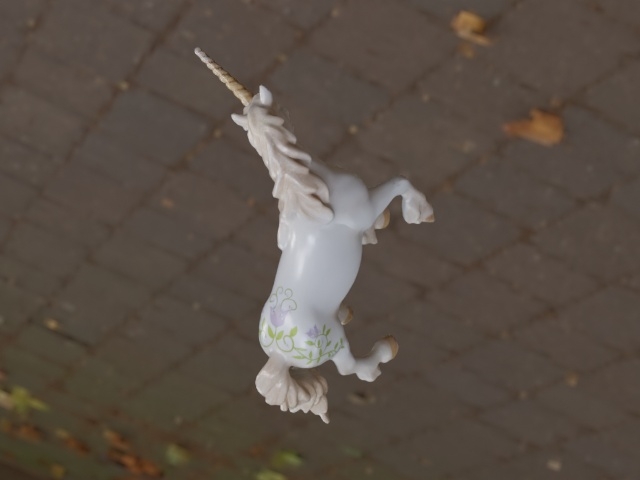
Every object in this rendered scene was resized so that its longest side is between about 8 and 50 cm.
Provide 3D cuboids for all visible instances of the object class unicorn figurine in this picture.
[{"bbox_3d":[0.000,0.000,0.808,0.060,0.162,0.111,-3,172,35],"label":"unicorn figurine"}]
